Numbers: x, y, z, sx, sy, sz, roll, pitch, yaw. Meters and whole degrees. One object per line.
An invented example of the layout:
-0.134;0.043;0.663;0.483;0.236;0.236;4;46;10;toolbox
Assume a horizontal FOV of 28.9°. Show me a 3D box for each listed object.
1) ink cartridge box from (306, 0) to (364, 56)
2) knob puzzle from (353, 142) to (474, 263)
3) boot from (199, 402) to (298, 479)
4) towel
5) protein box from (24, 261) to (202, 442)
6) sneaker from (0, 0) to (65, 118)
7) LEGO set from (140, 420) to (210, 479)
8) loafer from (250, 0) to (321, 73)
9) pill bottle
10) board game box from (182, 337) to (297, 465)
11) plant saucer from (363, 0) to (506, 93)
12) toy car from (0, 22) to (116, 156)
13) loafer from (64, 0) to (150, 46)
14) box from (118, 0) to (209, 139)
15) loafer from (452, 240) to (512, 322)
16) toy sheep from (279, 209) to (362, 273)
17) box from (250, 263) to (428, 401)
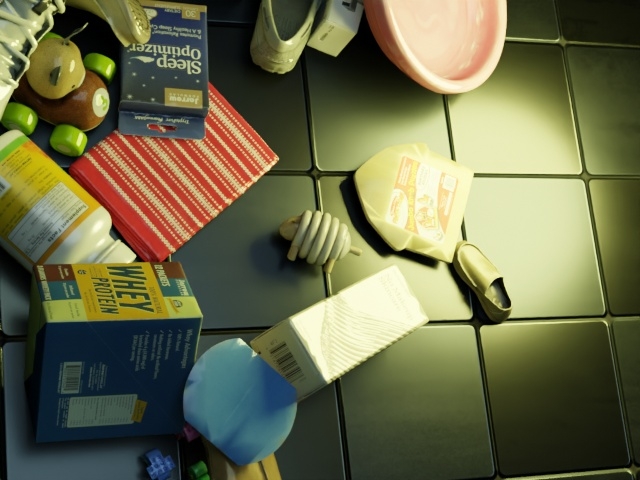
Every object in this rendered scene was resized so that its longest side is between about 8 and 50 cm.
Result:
0.033;-0.382;2.015;0.056;0.099;0.135;21;69;-14;ink cartridge box
0.139;-0.069;1.999;0.213;0.030;0.213;6;73;-19;knob puzzle
-0.073;0.320;1.737;0.236;0.089;0.270;-4;70;-40;boot
-0.220;-0.113;1.877;0.199;0.031;0.275;48;62;1;towel
-0.282;0.147;1.661;0.201;0.200;0.136;-1;32;-21;protein box
-0.420;-0.309;1.655;0.169;0.257;0.448;46;28;-43;sneaker
-0.176;0.343;1.719;0.087;0.093;0.227;-27;85;-25;LEGO set
-0.037;-0.422;1.993;0.112;0.111;0.320;14;69;-13;loafer
-0.380;-0.025;1.730;0.245;0.136;0.136;43;64;-4;pill bottle
-0.114;0.218;1.671;0.168;0.033;0.133;43;67;-18;board game box
0.178;-0.401;2.028;0.332;0.084;0.332;7;80;-46;plant saucer
-0.363;-0.235;1.771;0.148;0.188;0.155;23;68;-13;toy car
-0.350;-0.380;1.864;0.092;0.102;0.268;-39;68;4;loafer
-0.239;-0.263;1.894;0.136;0.036;0.225;3;67;-16;box
0.267;0.061;1.996;0.056;0.050;0.148;-34;88;-26;loafer
0.000;0.000;1.896;0.132;0.091;0.091;20;68;-8;toy sheep
0.033;0.133;1.805;0.275;0.094;0.113;-27;84;-50;box
